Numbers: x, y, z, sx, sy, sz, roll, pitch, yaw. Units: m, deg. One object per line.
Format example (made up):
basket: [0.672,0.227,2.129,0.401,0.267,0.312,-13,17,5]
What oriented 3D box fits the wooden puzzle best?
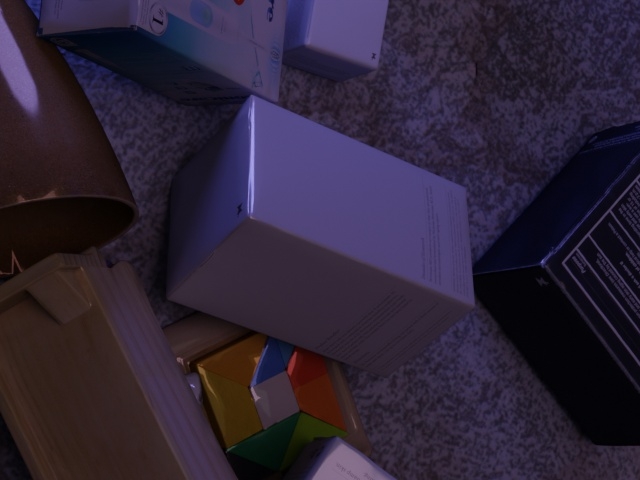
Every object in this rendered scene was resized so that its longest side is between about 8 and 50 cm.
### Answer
wooden puzzle: [-0.062,0.178,1.954,0.221,0.044,0.239,-25,97,-29]

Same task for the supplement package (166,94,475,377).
supplement package: [0.000,0.000,1.900,0.293,0.177,0.175,22,47,-27]

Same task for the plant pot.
plant pot: [-0.330,-0.115,1.745,0.237,0.237,0.254,-8,72,-30]

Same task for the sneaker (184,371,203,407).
sneaker: [-0.199,0.249,1.857,0.115,0.090,0.232,10,85,-5]

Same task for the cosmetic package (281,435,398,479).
cosmetic package: [-0.019,0.425,1.842,0.217,0.156,0.385,37,77,-4]

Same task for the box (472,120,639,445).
box: [0.389,0.052,2.144,0.294,0.182,0.296,-45,105,-26]

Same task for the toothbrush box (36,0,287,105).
toothbrush box: [-0.155,-0.280,1.823,0.295,0.126,0.216,23,70,-61]

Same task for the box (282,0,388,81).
box: [0.012,-0.251,2.011,0.101,0.087,0.102,16,78,-28]

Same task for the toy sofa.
toy sofa: [-0.215,0.196,1.753,0.150,0.177,0.363,-30,81,14]
